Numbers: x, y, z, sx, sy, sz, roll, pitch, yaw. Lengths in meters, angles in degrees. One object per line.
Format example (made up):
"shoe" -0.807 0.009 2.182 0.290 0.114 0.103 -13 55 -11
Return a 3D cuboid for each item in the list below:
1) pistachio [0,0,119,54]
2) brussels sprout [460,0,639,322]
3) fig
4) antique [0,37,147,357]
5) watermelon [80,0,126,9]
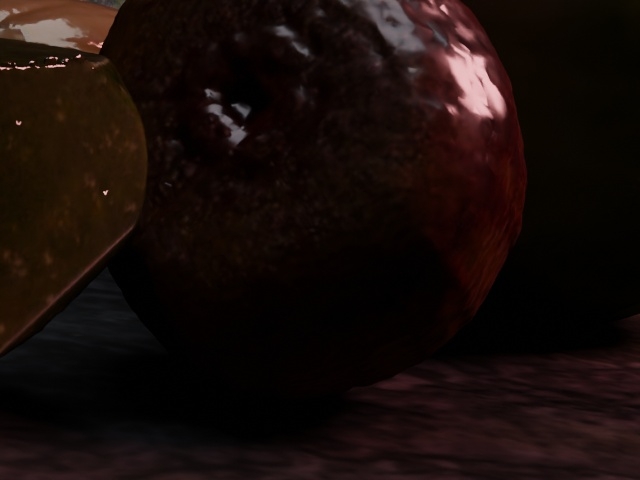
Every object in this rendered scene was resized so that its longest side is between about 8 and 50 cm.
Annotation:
"pistachio" -0.149 -0.081 0.813 0.226 0.135 0.136 9 5 -40
"brussels sprout" 0.075 -0.114 0.580 0.289 0.281 0.354 30 -14 31
"fig" 0.000 0.000 0.453 0.134 0.146 0.201 -5 -29 5
"antique" -0.132 -0.004 0.291 0.081 0.080 0.221 14 16 33
"watermelon" -0.275 -0.126 0.955 0.292 0.319 0.222 2 41 7
